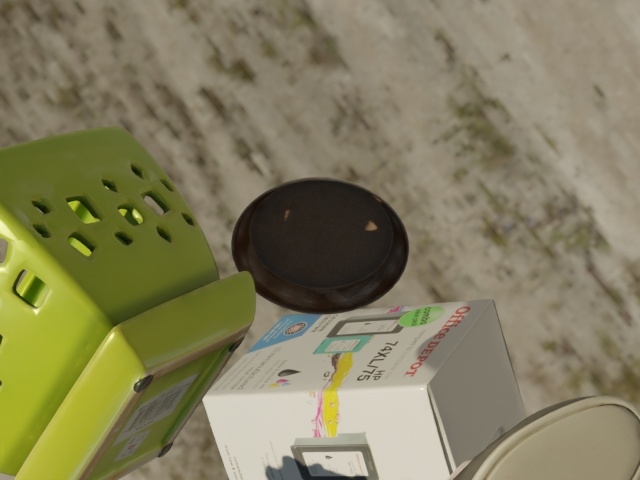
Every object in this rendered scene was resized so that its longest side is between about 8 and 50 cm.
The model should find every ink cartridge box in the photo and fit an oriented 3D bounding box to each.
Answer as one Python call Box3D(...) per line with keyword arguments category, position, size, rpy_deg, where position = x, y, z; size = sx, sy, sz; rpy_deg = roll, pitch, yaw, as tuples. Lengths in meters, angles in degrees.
Box3D(category="ink cartridge box", position=(0.058, 0.198, 1.698), size=(0.270, 0.198, 0.197), rpy_deg=(-6, 111, 30))

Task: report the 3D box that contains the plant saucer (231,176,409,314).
Box3D(category="plant saucer", position=(0.000, 0.000, 1.510), size=(0.029, 0.168, 0.168), rpy_deg=(-88, -27, -49))

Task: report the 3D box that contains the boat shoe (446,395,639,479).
Box3D(category="boat shoe", position=(0.117, 0.234, 1.249), size=(0.112, 0.335, 0.095), rpy_deg=(55, 158, -10))

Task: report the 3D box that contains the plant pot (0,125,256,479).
Box3D(category="plant pot", position=(-0.196, 0.069, 1.243), size=(0.207, 0.227, 0.228), rpy_deg=(42, -153, 14))
